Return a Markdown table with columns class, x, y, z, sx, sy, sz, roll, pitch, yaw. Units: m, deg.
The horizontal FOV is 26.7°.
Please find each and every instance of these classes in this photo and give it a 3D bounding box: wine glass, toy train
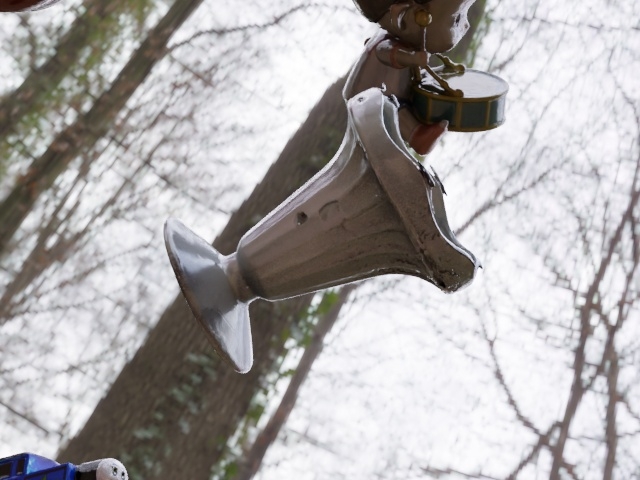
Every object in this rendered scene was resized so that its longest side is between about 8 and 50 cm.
| class | x | y | z | sx | sy | sz | roll | pitch | yaw |
| --- | --- | --- | --- | --- | --- | --- | --- | --- | --- |
| wine glass | 0.000 | 0.000 | 0.980 | 0.196 | 0.165 | 0.165 | -28 | -63 | 5 |
| toy train | -0.307 | 0.305 | 1.553 | 0.204 | 0.131 | 0.083 | -18 | -37 | 30 |

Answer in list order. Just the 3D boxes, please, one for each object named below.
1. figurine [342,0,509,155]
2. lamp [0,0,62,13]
| class | x | y | z | sx | sy | sz | roll | pitch | yaw |
| --- | --- | --- | --- | --- | --- | --- | --- | --- | --- |
| figurine | 0.101 | -0.226 | 1.245 | 0.158 | 0.161 | 0.275 | 2 | -62 | 2 |
| lamp | -0.312 | -0.332 | 1.311 | 0.227 | 0.227 | 0.227 | 11 | -49 | 13 |
